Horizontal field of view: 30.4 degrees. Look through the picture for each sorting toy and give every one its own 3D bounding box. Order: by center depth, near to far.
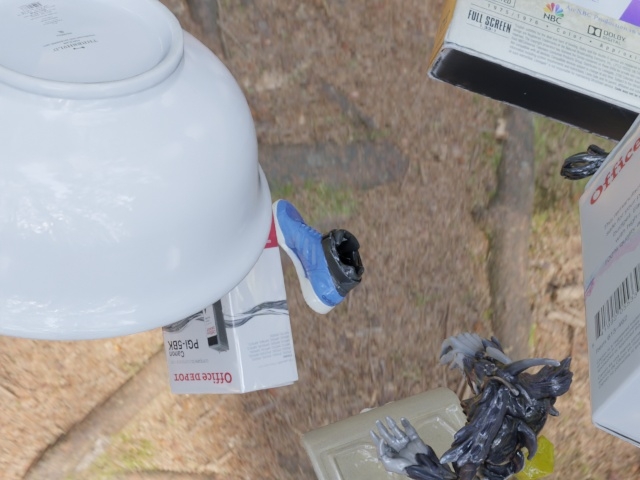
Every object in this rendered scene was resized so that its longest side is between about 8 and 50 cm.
[{"bbox_3d":[0.145,0.280,1.334,0.307,0.041,0.229,-14,66,-31],"label":"sorting toy"}]

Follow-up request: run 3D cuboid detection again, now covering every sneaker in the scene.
[{"bbox_3d":[0.001,0.000,1.360,0.084,0.058,0.152,-40,58,28],"label":"sneaker"}]

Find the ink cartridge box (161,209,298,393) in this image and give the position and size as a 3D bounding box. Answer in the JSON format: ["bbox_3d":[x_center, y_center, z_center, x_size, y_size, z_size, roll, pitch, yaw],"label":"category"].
[{"bbox_3d":[-0.076,0.048,0.903,0.056,0.099,0.135,-8,89,-41],"label":"ink cartridge box"}]

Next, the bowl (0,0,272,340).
[{"bbox_3d":[-0.166,-0.084,0.770,0.297,0.134,0.298,9,39,-7],"label":"bowl"}]

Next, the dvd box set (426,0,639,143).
[{"bbox_3d":[0.278,-0.280,0.985,0.307,0.062,0.421,17,70,-8],"label":"dvd box set"}]

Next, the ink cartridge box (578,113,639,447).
[{"bbox_3d":[0.186,0.000,0.551,0.072,0.127,0.175,25,37,-8],"label":"ink cartridge box"}]

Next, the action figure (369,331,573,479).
[{"bbox_3d":[0.128,0.170,1.055,0.141,0.276,0.164,38,55,24],"label":"action figure"}]

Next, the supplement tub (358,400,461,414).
[{"bbox_3d":[0.163,0.323,1.837,0.199,0.144,0.144,3,68,-20],"label":"supplement tub"}]

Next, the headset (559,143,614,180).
[{"bbox_3d":[0.417,0.064,1.548,0.185,0.243,0.394,-6,111,5],"label":"headset"}]
